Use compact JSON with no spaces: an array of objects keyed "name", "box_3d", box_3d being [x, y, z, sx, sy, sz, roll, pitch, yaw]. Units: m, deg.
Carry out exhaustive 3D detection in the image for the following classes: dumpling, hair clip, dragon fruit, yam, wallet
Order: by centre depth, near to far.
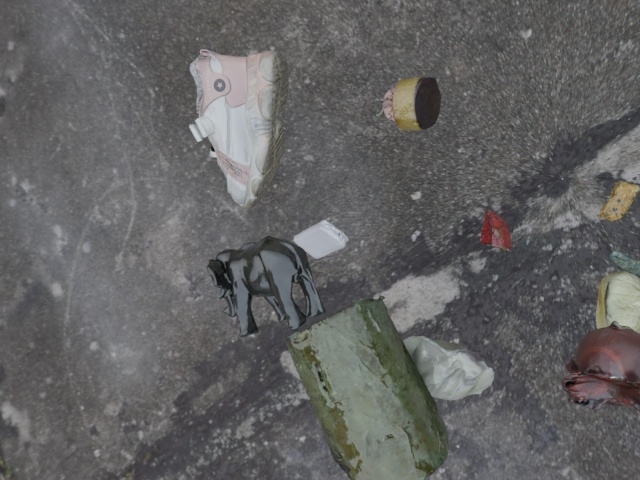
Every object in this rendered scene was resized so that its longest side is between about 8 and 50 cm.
[{"name":"yam","box_3d":[0.081,0.259,0.789,0.195,0.195,0.299,-28,81,28]},{"name":"dumpling","box_3d":[0.229,0.229,0.837,0.188,0.108,0.127,35,150,-4]},{"name":"wallet","box_3d":[0.000,0.000,1.216,0.095,0.033,0.190,38,153,-16]},{"name":"hair clip","box_3d":[0.840,0.063,1.236,0.066,0.229,0.036,-44,44,41]},{"name":"dragon fruit","box_3d":[0.707,-0.040,1.836,0.127,0.120,0.160,4,92,-10]}]

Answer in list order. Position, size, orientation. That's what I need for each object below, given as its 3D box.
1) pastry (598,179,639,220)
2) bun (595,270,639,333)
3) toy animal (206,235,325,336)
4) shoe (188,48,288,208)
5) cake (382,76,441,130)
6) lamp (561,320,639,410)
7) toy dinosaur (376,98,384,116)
[{"name":"pastry","box_3d":[1.000,-0.130,1.556,0.080,0.056,0.140,23,99,9]},{"name":"bun","box_3d":[1.033,0.232,1.582,0.154,0.244,0.243,4,98,28]},{"name":"toy animal","box_3d":[-0.093,0.069,0.745,0.245,0.115,0.146,-20,96,34]},{"name":"shoe","box_3d":[-0.186,-0.251,1.042,0.198,0.172,0.350,13,114,6]},{"name":"cake","box_3d":[0.315,-0.495,1.691,0.178,0.208,0.184,15,123,43]},{"name":"lamp","box_3d":[0.586,0.260,0.895,0.151,0.223,0.215,48,145,-15]},{"name":"toy dinosaur","box_3d":[0.289,-0.572,1.878,0.180,0.037,0.058,-30,117,34]}]
